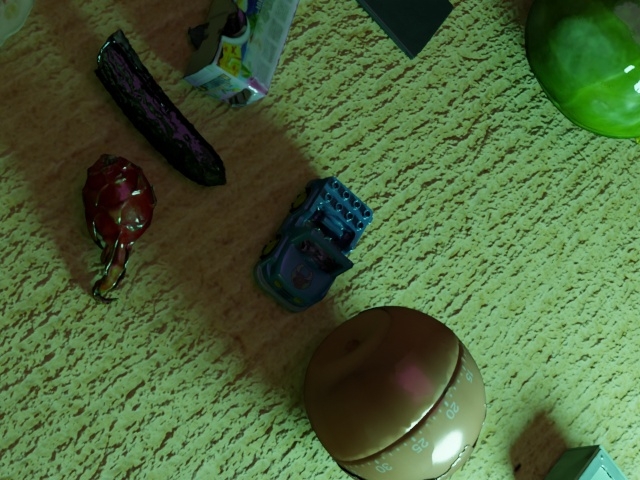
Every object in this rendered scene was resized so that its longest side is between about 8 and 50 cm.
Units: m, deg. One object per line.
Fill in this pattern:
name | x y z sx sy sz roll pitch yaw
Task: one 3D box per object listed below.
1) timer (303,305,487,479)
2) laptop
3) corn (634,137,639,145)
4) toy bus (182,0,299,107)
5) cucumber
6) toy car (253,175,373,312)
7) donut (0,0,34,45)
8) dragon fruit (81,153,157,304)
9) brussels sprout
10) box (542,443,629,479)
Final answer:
timer | 0.097 0.206 1.650 0.230 0.229 0.215 -48 113 -29
laptop | 0.107 -0.384 1.926 0.197 0.016 0.135 47 59 -14
corn | 0.573 -0.257 2.120 0.080 0.080 0.231 25 67 -23
toy bus | -0.097 -0.322 1.748 0.112 0.090 0.274 31 64 -28
cucumber | -0.211 -0.159 1.659 0.067 0.067 0.245 -44 102 -30
toy car | 0.000 0.000 1.718 0.097 0.100 0.191 40 66 -20
donut | -0.459 -0.341 1.547 0.232 0.085 0.199 31 65 -20
dragon fruit | -0.256 -0.015 1.596 0.094 0.094 0.191 -1 100 -30
brussels sprout | 0.473 -0.314 1.969 0.289 0.281 0.354 41 38 4
box | 0.421 0.428 1.864 0.225 0.086 0.129 51 59 -9
